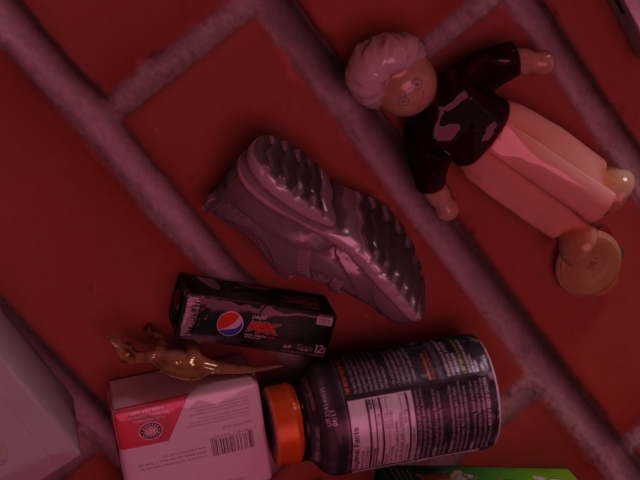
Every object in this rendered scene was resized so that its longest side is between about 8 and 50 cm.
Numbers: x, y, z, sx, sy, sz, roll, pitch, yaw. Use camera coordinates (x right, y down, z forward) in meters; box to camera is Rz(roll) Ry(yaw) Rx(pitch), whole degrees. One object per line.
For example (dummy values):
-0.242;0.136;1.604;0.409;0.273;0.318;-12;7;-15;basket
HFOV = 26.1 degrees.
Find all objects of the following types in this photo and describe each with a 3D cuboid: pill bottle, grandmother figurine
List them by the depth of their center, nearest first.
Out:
0.172;-0.115;1.443;0.342;0.104;0.207;29;92;-24;grandmother figurine
0.062;0.182;1.504;0.246;0.130;0.130;-8;111;-11;pill bottle

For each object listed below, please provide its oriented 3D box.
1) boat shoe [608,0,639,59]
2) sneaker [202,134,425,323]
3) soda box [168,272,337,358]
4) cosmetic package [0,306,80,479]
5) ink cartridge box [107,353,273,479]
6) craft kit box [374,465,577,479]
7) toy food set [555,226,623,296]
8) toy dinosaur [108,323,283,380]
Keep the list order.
0.327;-0.288;1.432;0.070;0.078;0.219;-32;122;0;boat shoe
0.000;0.000;1.459;0.115;0.105;0.281;-33;120;32;sneaker
-0.073;0.081;1.472;0.169;0.060;0.053;10;108;-18;soda box
-0.397;0.168;1.384;0.225;0.138;0.224;-34;114;-1;cosmetic package
-0.135;0.249;1.501;0.159;0.092;0.217;-11;110;-10;ink cartridge box
0.206;0.328;1.528;0.247;0.250;0.060;6;106;-16;craft kit box
0.305;0.024;1.566;0.083;0.020;0.082;2;109;-14;toy food set
-0.139;0.127;1.455;0.183;0.092;0.053;9;107;-16;toy dinosaur
